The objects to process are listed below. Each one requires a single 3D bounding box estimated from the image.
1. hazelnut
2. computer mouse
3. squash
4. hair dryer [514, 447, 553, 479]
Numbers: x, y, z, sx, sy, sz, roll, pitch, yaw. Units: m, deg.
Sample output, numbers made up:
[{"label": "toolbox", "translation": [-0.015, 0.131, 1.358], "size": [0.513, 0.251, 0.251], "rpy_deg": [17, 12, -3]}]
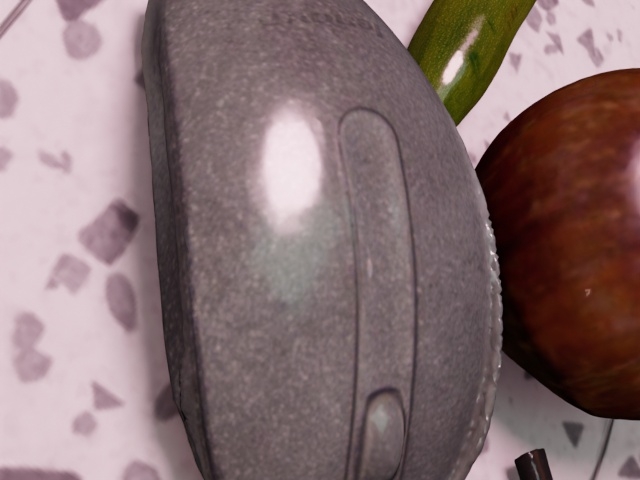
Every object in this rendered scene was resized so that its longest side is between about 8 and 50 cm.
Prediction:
[{"label": "hazelnut", "translation": [0.207, 0.010, 0.647], "size": [0.234, 0.218, 0.218], "rpy_deg": [51, 54, -14]}, {"label": "computer mouse", "translation": [0.000, -0.001, 0.562], "size": [0.203, 0.114, 0.374], "rpy_deg": [-7, 81, -37]}, {"label": "squash", "translation": [0.118, -0.171, 0.725], "size": [0.069, 0.069, 0.258], "rpy_deg": [42, 57, -17]}, {"label": "hair dryer", "translation": [0.116, 0.301, 0.587], "size": [0.320, 0.156, 0.284], "rpy_deg": [-9, 61, -49]}]
